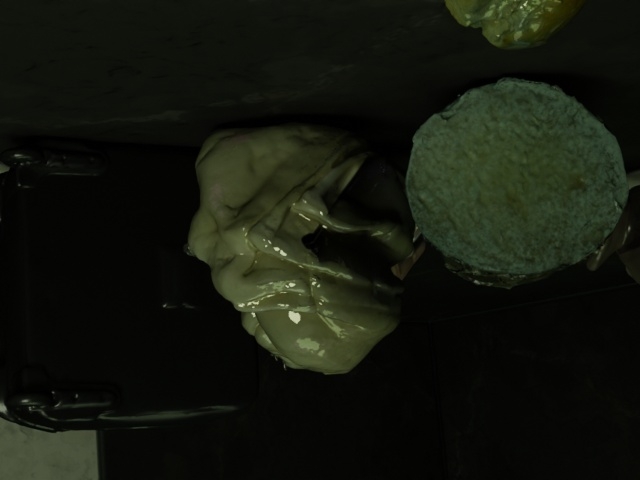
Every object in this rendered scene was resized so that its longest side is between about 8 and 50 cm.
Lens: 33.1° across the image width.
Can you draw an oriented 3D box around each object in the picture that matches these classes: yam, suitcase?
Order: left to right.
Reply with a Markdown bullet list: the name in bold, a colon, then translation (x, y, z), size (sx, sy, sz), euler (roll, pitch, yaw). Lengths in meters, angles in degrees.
- **suitcase**: translation (-0.234, 0.057, 1.319), size (0.340, 0.345, 0.188), euler (1, 164, -26)
- **yam**: translation (0.225, -0.048, 1.287), size (0.241, 0.240, 0.348), euler (-6, 172, 7)

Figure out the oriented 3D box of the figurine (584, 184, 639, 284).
- **figurine**: translation (0.505, -0.023, 1.663), size (0.381, 0.248, 0.203), euler (8, -173, -6)

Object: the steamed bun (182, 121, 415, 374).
- **steamed bun**: translation (0.000, 0.000, 1.271), size (0.206, 0.275, 0.320), euler (-8, 133, 33)

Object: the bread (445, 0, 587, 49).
- **bread**: translation (0.157, -0.197, 0.785), size (0.156, 0.110, 0.103), euler (-2, 164, -19)

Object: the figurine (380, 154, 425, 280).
- **figurine**: translation (0.075, -0.041, 1.483), size (0.163, 0.141, 0.236), euler (18, 149, 26)
